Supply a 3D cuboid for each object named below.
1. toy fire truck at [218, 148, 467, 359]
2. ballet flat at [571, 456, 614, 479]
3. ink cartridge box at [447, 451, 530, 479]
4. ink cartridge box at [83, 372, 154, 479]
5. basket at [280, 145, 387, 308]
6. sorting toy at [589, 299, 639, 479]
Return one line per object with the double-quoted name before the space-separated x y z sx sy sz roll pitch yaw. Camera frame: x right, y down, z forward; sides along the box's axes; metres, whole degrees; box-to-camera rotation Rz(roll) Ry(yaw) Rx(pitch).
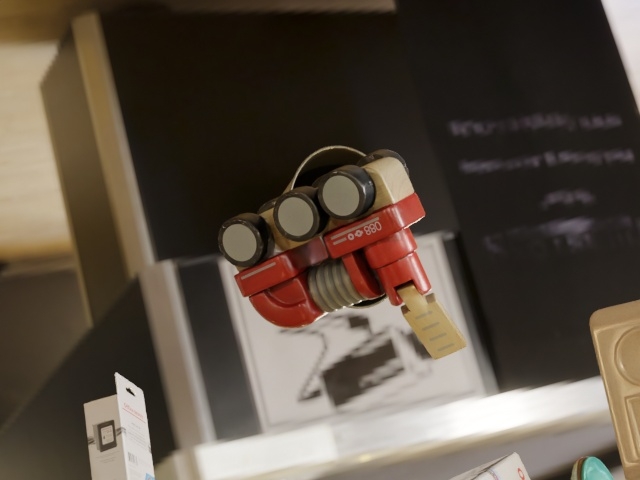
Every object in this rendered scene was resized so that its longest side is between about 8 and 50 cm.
"toy fire truck" 0.041 0.045 1.601 0.217 0.246 0.158 -24 -178 30
"ballet flat" 0.357 0.380 1.787 0.077 0.221 0.079 -10 154 -37
"ink cartridge box" 0.180 0.430 1.906 0.197 0.198 0.270 -29 171 26
"ink cartridge box" -0.305 0.303 2.179 0.060 0.180 0.104 -18 152 12
"basket" 0.000 0.000 1.865 0.154 0.204 0.227 -12 175 -20
"sorting toy" 0.421 0.160 1.638 0.193 0.208 0.038 -15 166 22
